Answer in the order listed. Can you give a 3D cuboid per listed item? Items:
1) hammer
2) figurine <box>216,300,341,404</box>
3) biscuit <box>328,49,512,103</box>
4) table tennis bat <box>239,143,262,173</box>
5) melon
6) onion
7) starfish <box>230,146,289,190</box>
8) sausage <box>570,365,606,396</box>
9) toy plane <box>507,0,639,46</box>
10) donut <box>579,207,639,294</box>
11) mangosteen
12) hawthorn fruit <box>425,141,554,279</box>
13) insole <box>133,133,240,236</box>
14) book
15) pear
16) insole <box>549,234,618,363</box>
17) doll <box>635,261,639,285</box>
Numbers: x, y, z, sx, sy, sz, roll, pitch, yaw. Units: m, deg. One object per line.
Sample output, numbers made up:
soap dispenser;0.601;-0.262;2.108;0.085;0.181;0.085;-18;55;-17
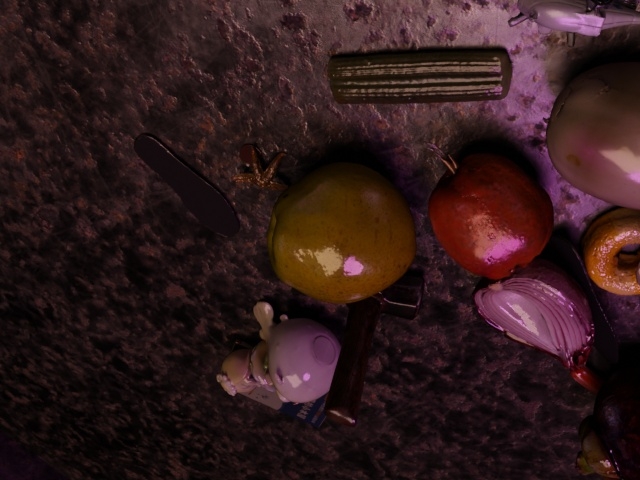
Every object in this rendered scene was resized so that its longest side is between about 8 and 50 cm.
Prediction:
hammer;0.073;0.209;1.523;0.242;0.409;0.095;11;135;7
figurine;-0.128;0.289;1.859;0.394;0.226;0.274;-24;86;44
biscuit;0.169;-0.280;1.284;0.322;0.038;0.099;3;129;19
table tennis bat;-0.149;-0.167;1.537;0.050;0.007;0.083;23;134;0
melon;0.504;-0.158;1.132;0.317;0.223;0.223;16;135;12
onion;0.455;0.142;1.494;0.283;0.120;0.227;49;148;-15
starfish;-0.108;-0.129;1.526;0.130;0.041;0.133;32;131;-17
sausage;0.612;0.321;1.662;0.145;0.050;0.048;37;175;-14
toy plane;0.430;-0.326;1.090;0.273;0.107;0.182;24;141;-7
donut;0.581;0.028;1.381;0.174;0.074;0.190;22;135;2
mangosteen;0.688;0.397;1.533;0.300;0.300;0.300;11;134;12
hawthorn fruit;0.289;-0.068;1.327;0.211;0.211;0.299;-29;106;39
insole;-0.293;-0.118;1.636;0.309;0.012;0.110;44;133;-19
book;-0.115;0.403;2.051;0.322;0.018;0.228;24;136;-1
pear;0.044;-0.011;1.427;0.294;0.294;0.294;11;134;12
insole;0.537;0.125;1.484;0.009;0.119;0.348;-35;117;-7
doll;0.678;0.067;1.258;0.235;0.174;0.330;-42;121;10
